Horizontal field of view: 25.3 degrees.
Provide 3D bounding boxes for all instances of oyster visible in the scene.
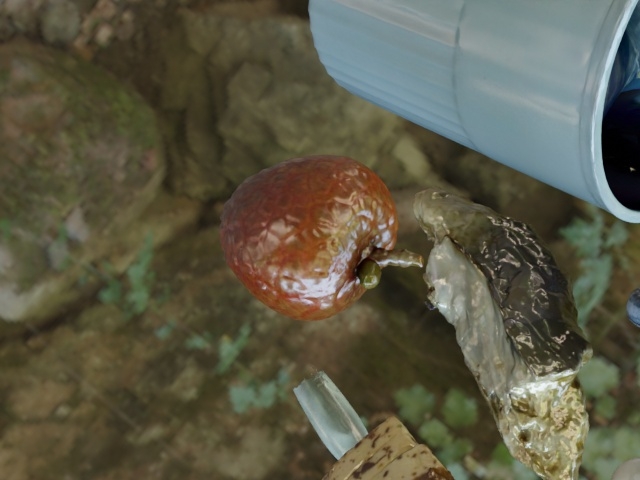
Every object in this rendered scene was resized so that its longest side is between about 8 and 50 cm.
[{"bbox_3d":[0.196,0.084,1.409,0.166,0.341,0.110,15,136,-28],"label":"oyster"}]

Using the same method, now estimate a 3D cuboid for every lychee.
[{"bbox_3d":[0.000,0.000,2.052,0.255,0.300,0.255,-50,161,-24],"label":"lychee"}]

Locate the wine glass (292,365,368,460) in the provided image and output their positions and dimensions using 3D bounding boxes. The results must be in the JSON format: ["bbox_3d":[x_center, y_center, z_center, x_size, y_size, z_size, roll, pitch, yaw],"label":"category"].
[{"bbox_3d":[0.050,0.289,1.961,0.074,0.262,0.074,-34,172,-5],"label":"wine glass"}]

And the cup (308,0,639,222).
[{"bbox_3d":[0.159,-0.201,1.157,0.257,0.311,0.331,-60,143,-4],"label":"cup"}]

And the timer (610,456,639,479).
[{"bbox_3d":[0.417,0.224,1.482,0.233,0.240,0.234,-4,90,-77],"label":"timer"}]

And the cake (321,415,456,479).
[{"bbox_3d":[0.110,0.219,0.968,0.135,0.246,0.112,-60,-158,18],"label":"cake"}]

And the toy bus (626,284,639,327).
[{"bbox_3d":[0.442,0.030,1.372,0.294,0.231,0.197,-96,-165,-71],"label":"toy bus"}]
